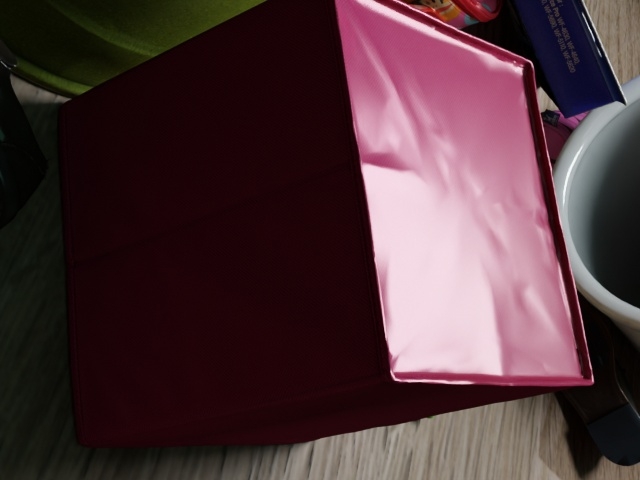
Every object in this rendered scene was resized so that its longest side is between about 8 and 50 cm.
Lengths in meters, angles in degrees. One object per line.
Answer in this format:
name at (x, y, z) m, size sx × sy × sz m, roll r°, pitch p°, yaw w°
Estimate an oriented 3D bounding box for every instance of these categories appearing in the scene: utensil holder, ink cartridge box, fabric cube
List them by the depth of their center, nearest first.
fabric cube at (0.000, 0.000, 0.776) m, size 0.254 × 0.258 × 0.259 m, roll 11°, pitch 67°, yaw -49°
ink cartridge box at (0.269, -0.240, 1.286) m, size 0.332 × 0.065 × 0.165 m, roll -74°, pitch 139°, yaw -75°
utensil holder at (0.482, 0.015, 1.306) m, size 0.385 × 0.328 × 0.327 m, roll 39°, pitch 46°, yaw -53°

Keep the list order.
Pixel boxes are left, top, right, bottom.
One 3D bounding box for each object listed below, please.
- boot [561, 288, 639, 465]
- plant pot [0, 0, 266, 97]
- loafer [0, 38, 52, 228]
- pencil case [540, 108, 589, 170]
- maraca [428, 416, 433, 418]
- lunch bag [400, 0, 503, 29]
boot at (0.318, 0.158, 1.303) m, size 0.106 × 0.082 × 0.219 m, roll 25°, pitch 44°, yaw -75°
plant pot at (-0.069, -0.322, 0.745) m, size 0.366 × 0.353 × 0.366 m, roll 25°, pitch 57°, yaw -45°
loafer at (-0.236, -0.112, 0.681) m, size 0.078 × 0.080 × 0.220 m, roll -40°, pitch 113°, yaw -62°
pencil case at (0.308, -0.126, 1.382) m, size 0.098 × 0.095 × 0.209 m, roll 39°, pitch 28°, yaw 21°
maraca at (0.096, 0.088, 1.005) m, size 0.185 × 0.099 × 0.127 m, roll 63°, pitch 39°, yaw -55°
lunch bag at (0.085, -0.355, 1.169) m, size 0.293 × 0.120 × 0.258 m, roll 36°, pitch 53°, yaw -40°
